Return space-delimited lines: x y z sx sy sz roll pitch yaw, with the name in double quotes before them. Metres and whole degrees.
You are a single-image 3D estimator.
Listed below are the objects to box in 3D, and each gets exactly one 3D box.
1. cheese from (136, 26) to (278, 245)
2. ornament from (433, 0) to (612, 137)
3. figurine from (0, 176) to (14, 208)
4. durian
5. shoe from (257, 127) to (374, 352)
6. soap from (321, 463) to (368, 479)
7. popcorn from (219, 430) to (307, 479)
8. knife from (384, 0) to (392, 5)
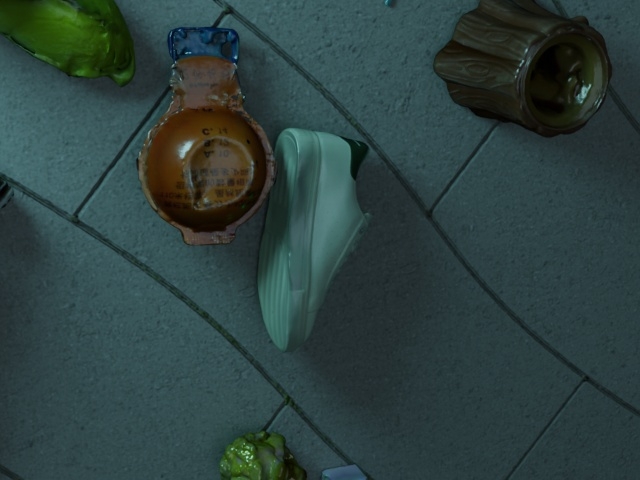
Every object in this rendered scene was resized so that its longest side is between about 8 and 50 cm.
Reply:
"cheese" -0.170 -0.155 1.754 0.217 0.129 0.329 -4 98 -16
"ornament" 0.330 -0.267 1.852 0.235 0.217 0.221 -16 114 -17
"figurine" -0.598 -0.016 1.598 0.323 0.196 0.320 -49 158 -11
"durian" -0.361 -0.310 1.642 0.250 0.101 0.139 20 136 -26
"shoe" 0.000 0.000 1.878 0.160 0.132 0.363 -1 105 -26
"soap" 0.055 0.484 2.105 0.100 0.056 0.149 -7 110 -17
"popcorn" -0.100 0.393 1.978 0.126 0.126 0.145 -40 99 8
"knife" 0.124 -0.413 1.841 0.014 0.005 0.091 23 98 -28
